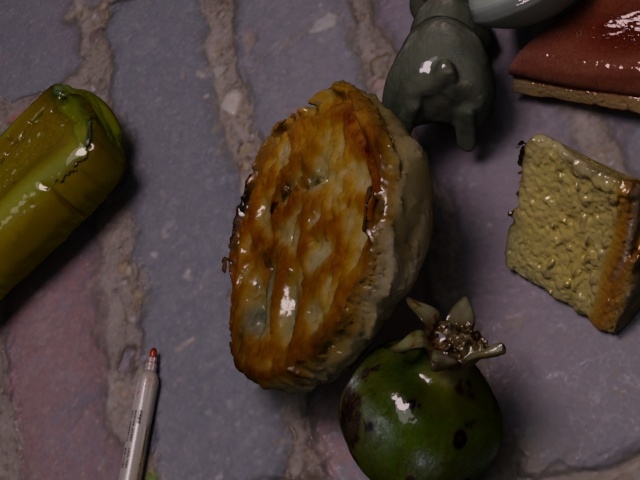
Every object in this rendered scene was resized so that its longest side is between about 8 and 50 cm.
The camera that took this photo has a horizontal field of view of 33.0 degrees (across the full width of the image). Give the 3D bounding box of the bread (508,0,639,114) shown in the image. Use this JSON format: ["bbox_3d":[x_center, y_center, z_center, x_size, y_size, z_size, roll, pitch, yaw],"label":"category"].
[{"bbox_3d":[0.284,-0.177,1.019,0.192,0.067,0.119,21,82,37],"label":"bread"}]

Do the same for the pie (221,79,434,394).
[{"bbox_3d":[0.000,0.000,1.026,0.315,0.092,0.315,-38,41,44],"label":"pie"}]

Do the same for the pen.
[{"bbox_3d":[-0.191,0.216,1.121,0.026,0.026,0.218,-6,64,27],"label":"pen"}]

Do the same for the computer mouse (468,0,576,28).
[{"bbox_3d":[0.220,-0.272,1.070,0.128,0.079,0.231,-12,26,39],"label":"computer mouse"}]

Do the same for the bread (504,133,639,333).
[{"bbox_3d":[0.235,-0.010,0.950,0.147,0.127,0.152,30,100,36],"label":"bread"}]

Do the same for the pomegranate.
[{"bbox_3d":[0.083,0.135,0.915,0.149,0.169,0.148,-3,30,2],"label":"pomegranate"}]

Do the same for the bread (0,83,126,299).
[{"bbox_3d":[-0.378,-0.016,1.284,0.383,0.112,0.166,-44,51,5],"label":"bread"}]

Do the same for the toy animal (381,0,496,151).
[{"bbox_3d":[0.131,-0.199,1.094,0.108,0.138,0.236,13,56,2],"label":"toy animal"}]
